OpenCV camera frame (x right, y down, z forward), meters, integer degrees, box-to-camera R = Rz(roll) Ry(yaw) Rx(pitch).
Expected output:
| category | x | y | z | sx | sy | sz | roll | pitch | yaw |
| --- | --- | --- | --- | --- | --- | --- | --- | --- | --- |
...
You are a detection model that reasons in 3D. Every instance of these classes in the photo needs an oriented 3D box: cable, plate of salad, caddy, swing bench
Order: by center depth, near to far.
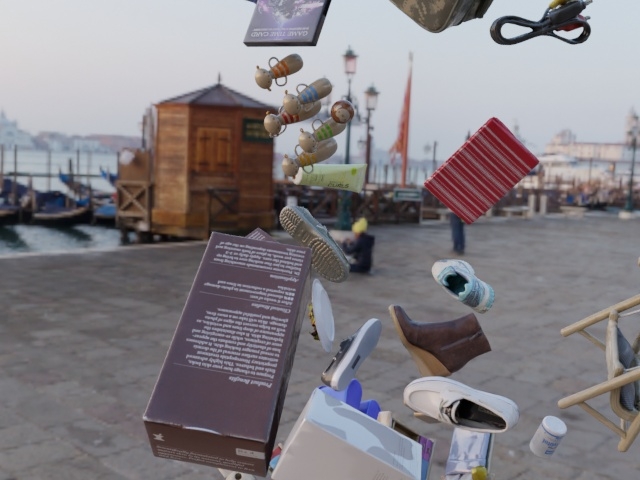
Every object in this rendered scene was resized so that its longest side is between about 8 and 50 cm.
| category | x | y | z | sx | sy | sz | roll | pitch | yaw |
| --- | --- | --- | --- | --- | --- | --- | --- | --- | --- |
| swing bench | 0.595 | 0.209 | 1.402 | 0.165 | 0.254 | 0.253 | 35 | 34 | -1 |
| cable | 0.516 | -0.497 | 1.719 | 0.287 | 0.139 | 0.072 | -24 | 27 | -9 |
| plate of salad | -0.003 | 0.201 | 1.974 | 0.048 | 0.199 | 0.200 | -10 | 3 | 11 |
| caddy | 0.060 | 0.583 | 2.232 | 0.179 | 0.241 | 0.341 | -24 | 31 | 25 |

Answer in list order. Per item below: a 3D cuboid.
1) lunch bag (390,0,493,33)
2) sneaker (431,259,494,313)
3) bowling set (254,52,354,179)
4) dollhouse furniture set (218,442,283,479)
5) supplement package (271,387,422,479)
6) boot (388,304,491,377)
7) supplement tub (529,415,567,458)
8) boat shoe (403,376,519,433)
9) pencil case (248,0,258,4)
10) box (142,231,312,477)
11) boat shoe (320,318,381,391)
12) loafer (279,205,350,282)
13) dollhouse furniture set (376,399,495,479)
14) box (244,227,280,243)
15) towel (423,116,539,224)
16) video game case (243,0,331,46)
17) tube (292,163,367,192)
| category | x | y | z | sx | sy | sz | roll | pitch | yaw |
| --- | --- | --- | --- | --- | --- | --- | --- | --- | --- |
| lunch bag | 0.300 | -0.604 | 1.510 | 0.212 | 0.305 | 0.256 | 43 | 48 | 17 |
| sneaker | 0.412 | 0.115 | 2.265 | 0.122 | 0.110 | 0.283 | 25 | 7 | -29 |
| bowling set | -0.034 | -0.289 | 1.694 | 0.154 | 0.286 | 0.200 | -32 | 18 | -22 |
| dollhouse furniture set | -0.190 | 0.650 | 2.176 | 0.129 | 0.184 | 0.129 | 43 | -15 | 31 |
| supplement package | 0.066 | 0.509 | 1.720 | 0.293 | 0.177 | 0.175 | 29 | 16 | 1 |
| boot | 0.322 | 0.243 | 2.022 | 0.207 | 0.248 | 0.090 | -31 | 2 | 6 |
| supplement tub | 0.646 | 0.558 | 2.108 | 0.071 | 0.107 | 0.071 | 12 | 31 | -7 |
| boat shoe | 0.305 | 0.377 | 1.667 | 0.268 | 0.096 | 0.088 | 13 | 12 | 27 |
| pencil case | -0.224 | -0.675 | 1.874 | 0.306 | 0.119 | 0.133 | 29 | 12 | 34 |
| box | -0.138 | 0.178 | 1.242 | 0.191 | 0.143 | 0.381 | 10 | 48 | 5 |
| boat shoe | 0.078 | 0.295 | 1.965 | 0.076 | 0.228 | 0.080 | 15 | -29 | 37 |
| loafer | 0.000 | 0.000 | 1.960 | 0.094 | 0.251 | 0.087 | -46 | -13 | 36 |
| dollhouse furniture set | 0.324 | 0.508 | 1.984 | 0.198 | 0.286 | 0.303 | 36 | -35 | -28 |
| box | -0.170 | 0.113 | 2.093 | 0.168 | 0.203 | 0.167 | -37 | 54 | -27 |
| towel | 0.452 | -0.193 | 2.091 | 0.199 | 0.275 | 0.031 | 39 | 22 | -15 |
| video game case | -0.055 | -0.566 | 1.692 | 0.196 | 0.274 | 0.026 | 9 | -14 | 32 |
| tube | 0.032 | -0.190 | 2.181 | 0.240 | 0.062 | 0.070 | 1 | -28 | -34 |
